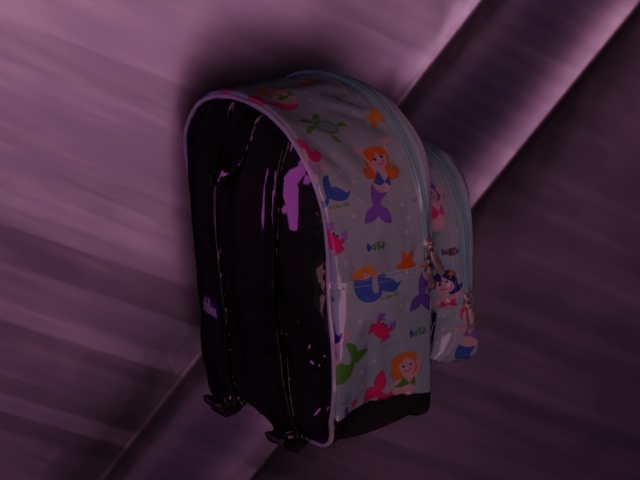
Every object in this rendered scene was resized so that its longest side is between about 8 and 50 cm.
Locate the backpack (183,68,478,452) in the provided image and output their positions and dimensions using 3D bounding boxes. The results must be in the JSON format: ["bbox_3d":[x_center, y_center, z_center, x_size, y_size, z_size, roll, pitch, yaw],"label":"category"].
[{"bbox_3d":[0.000,0.000,1.142,0.191,0.225,0.254,-21,112,-27],"label":"backpack"}]
